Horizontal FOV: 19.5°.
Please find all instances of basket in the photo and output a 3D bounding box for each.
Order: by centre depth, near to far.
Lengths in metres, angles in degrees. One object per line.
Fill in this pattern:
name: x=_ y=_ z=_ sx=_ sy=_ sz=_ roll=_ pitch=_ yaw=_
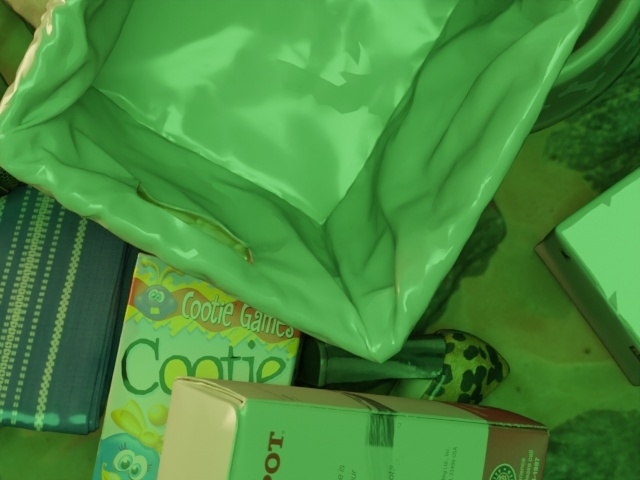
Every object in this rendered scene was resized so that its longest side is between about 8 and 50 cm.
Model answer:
basket: x=-0.028 y=-0.146 z=1.351 sx=0.328 sy=0.266 sz=0.331 roll=28 pitch=98 yaw=-13

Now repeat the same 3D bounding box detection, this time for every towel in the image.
towel: x=-0.324 y=0.041 z=1.524 sx=0.336 sy=0.040 sz=0.243 roll=6 pitch=54 yaw=2

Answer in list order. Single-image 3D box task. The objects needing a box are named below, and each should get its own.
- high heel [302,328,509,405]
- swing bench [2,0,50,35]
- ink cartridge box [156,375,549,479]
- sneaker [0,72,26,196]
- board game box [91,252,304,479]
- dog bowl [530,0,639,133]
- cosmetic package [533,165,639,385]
high heel: x=0.069 y=0.203 z=1.549 sx=0.186 sy=0.093 sz=0.261 roll=0 pitch=102 yaw=-25
swing bench: x=-0.205 y=-0.309 z=1.525 sx=0.253 sy=0.165 sz=0.254 roll=45 pitch=85 yaw=-7
ink cartridge box: x=0.017 y=0.218 z=1.400 sx=0.283 sy=0.117 sz=0.207 roll=9 pitch=92 yaw=-32
sneaker: x=-0.335 y=-0.124 z=1.546 sx=0.130 sy=0.087 sz=0.227 roll=-27 pitch=78 yaw=-21
board game box: x=-0.102 y=0.161 z=1.511 sx=0.144 sy=0.142 sz=0.275 roll=11 pitch=85 yaw=1
dog bowl: x=0.129 y=-0.260 z=1.570 sx=0.349 sy=0.102 sz=0.348 roll=0 pitch=86 yaw=0
cosmetic package: x=0.296 y=0.007 z=1.519 sx=0.184 sy=0.151 sz=0.151 roll=-35 pitch=85 yaw=-3
